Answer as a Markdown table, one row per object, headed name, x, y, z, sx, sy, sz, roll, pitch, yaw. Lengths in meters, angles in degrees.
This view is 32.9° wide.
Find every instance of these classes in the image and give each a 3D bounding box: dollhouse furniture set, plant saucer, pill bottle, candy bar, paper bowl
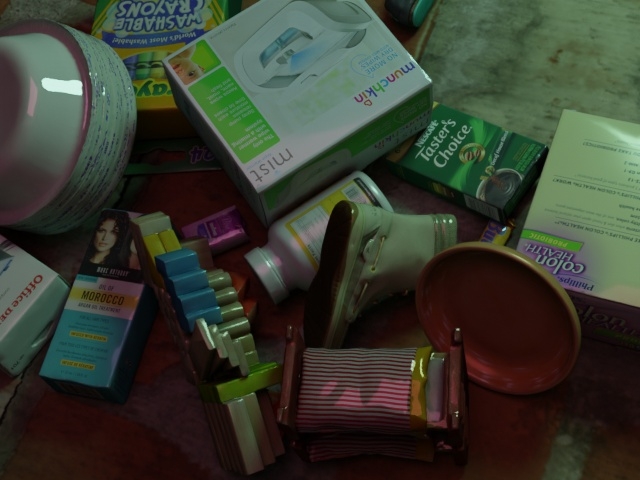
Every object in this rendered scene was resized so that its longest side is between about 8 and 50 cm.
| name | x | y | z | sx | sy | sz | roll | pitch | yaw |
| --- | --- | --- | --- | --- | --- | --- | --- | --- | --- |
| dollhouse furniture set | 0.059 | 0.288 | 1.157 | 0.201 | 0.152 | 0.374 | -2 | 61 | 10 |
| plant saucer | 0.203 | 0.085 | 1.231 | 0.200 | 0.200 | 0.037 | 24 | 41 | 23 |
| pill bottle | 0.000 | 0.000 | 1.359 | 0.184 | 0.103 | 0.103 | -33 | 60 | -7 |
| candy bar | 0.194 | 0.034 | 1.350 | 0.040 | 0.018 | 0.161 | 24 | 69 | 22 |
| paper bowl | -0.393 | -0.157 | 1.439 | 0.284 | 0.148 | 0.284 | -8 | 76 | 32 |

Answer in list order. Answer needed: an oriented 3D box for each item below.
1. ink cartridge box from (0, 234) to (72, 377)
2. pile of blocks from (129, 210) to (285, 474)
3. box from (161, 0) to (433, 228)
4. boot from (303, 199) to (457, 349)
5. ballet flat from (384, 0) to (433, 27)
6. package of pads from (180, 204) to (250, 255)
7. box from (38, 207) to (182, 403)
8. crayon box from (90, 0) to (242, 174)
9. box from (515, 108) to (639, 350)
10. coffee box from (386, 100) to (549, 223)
| name | x | y | z | sx | sy | sz | roll | pitch | yaw |
| --- | --- | --- | --- | --- | --- | --- | --- | --- | --- |
| ink cartridge box | -0.437 | 0.069 | 1.425 | 0.191 | 0.082 | 0.139 | 29 | 70 | 26 |
| pile of blocks | -0.110 | 0.100 | 1.283 | 0.113 | 0.149 | 0.362 | -17 | 67 | -23 |
| box | -0.027 | -0.185 | 1.389 | 0.262 | 0.127 | 0.231 | -32 | 69 | -9 |
| boot | 0.074 | 0.059 | 1.315 | 0.165 | 0.213 | 0.077 | 5 | 21 | -27 |
| ballet flat | 0.159 | -0.396 | 1.569 | 0.074 | 0.074 | 0.203 | 29 | 73 | 24 |
| package of pads | -0.139 | -0.008 | 1.434 | 0.083 | 0.032 | 0.050 | -23 | 62 | -1 |
| box | -0.266 | 0.081 | 1.394 | 0.101 | 0.060 | 0.244 | 8 | 63 | 15 |
| crayon box | -0.230 | -0.252 | 1.560 | 0.203 | 0.083 | 0.323 | -3 | 62 | 10 |
| box | 0.359 | -0.009 | 1.283 | 0.214 | 0.117 | 0.243 | 14 | 64 | 19 |
| coffee box | 0.189 | -0.104 | 1.403 | 0.184 | 0.040 | 0.113 | 28 | 71 | 32 |
